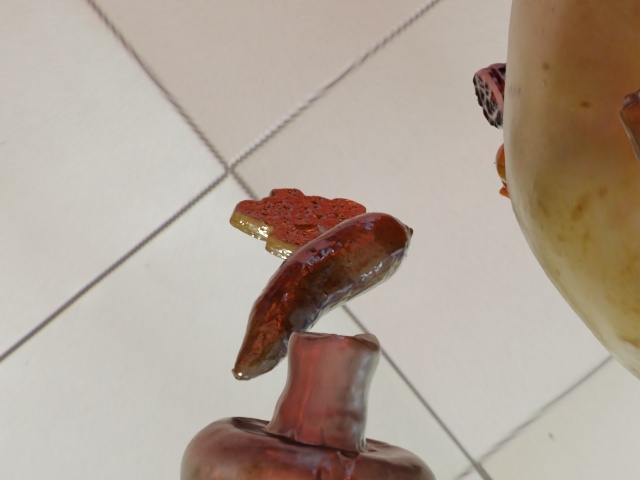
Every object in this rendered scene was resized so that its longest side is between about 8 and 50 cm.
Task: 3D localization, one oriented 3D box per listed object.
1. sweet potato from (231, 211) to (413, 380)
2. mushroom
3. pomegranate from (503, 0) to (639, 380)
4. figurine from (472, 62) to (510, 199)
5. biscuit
[{"bbox_3d":[-0.008,0.057,1.637,0.292,0.097,0.097,-38,101,-26],"label":"sweet potato"},{"bbox_3d":[-0.003,0.193,1.292,0.243,0.243,0.244,0,100,-2],"label":"mushroom"},{"bbox_3d":[0.210,-0.069,0.559,0.319,0.319,0.319,0,100,-2],"label":"pomegranate"},{"bbox_3d":[0.329,-0.073,1.649,0.196,0.320,0.323,-36,67,28],"label":"figurine"},{"bbox_3d":[0.000,0.000,1.848,0.212,0.239,0.041,-1,122,-34],"label":"biscuit"}]
